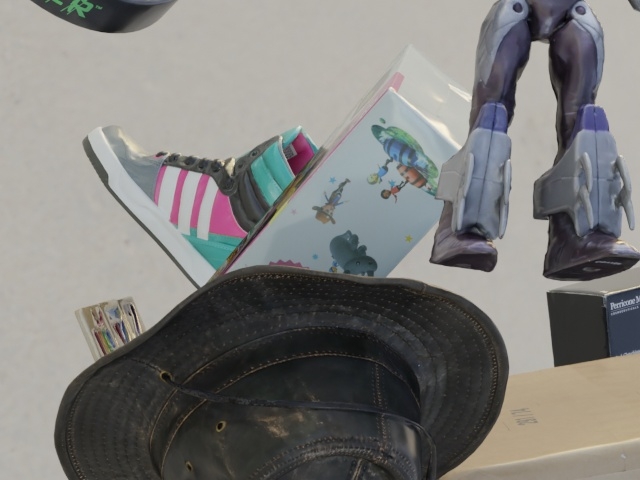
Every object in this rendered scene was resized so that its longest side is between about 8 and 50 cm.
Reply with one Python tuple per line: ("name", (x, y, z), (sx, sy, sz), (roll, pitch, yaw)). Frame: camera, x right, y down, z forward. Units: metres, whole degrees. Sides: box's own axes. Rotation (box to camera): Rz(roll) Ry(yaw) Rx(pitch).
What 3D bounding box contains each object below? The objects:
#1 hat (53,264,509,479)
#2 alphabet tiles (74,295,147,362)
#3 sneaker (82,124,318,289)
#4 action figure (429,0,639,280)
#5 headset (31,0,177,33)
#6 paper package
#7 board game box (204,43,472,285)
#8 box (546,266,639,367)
("hat", (-0.019, 0.165, 1.092), (0.331, 0.331, 0.134), (41, 28, -43))
("alphabet tiles", (-0.131, 0.214, 1.447), (0.285, 0.011, 0.342), (-16, 83, -82))
("sneaker", (-0.090, -0.055, 1.543), (0.295, 0.178, 0.124), (45, -1, 25))
("action figure", (0.127, -0.122, 0.898), (0.099, 0.185, 0.285), (105, -11, -78))
("headset", (-0.187, -0.358, 1.460), (0.243, 0.185, 0.394), (38, 36, -19))
("paper package", (0.224, 0.223, 1.398), (0.325, 0.309, 0.168), (-146, -133, -82))
("board game box", (0.000, 0.000, 1.270), (0.097, 0.303, 0.224), (40, 17, -4))
("box", (0.399, 0.125, 1.873), (0.261, 0.103, 0.184), (-11, 101, -35))
